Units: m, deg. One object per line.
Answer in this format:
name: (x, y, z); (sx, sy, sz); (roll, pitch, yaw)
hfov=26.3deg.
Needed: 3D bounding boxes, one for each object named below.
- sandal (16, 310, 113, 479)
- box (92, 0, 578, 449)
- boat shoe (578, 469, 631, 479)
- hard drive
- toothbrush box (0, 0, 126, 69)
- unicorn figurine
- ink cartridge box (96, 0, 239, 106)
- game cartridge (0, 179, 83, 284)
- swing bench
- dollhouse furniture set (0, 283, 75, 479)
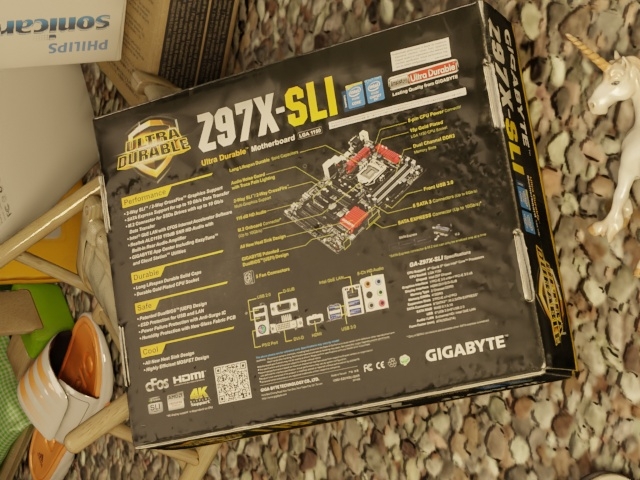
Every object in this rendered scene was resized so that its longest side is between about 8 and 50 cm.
sandal: (-0.305, 0.194, 1.544); (0.102, 0.076, 0.265); (58, 135, 36)
box: (0.000, 0.000, 0.976); (0.322, 0.079, 0.257); (-14, 76, 24)
boat shoe: (0.147, 0.232, 0.899); (0.065, 0.075, 0.206); (-114, 42, -68)
hard drive: (-0.314, -0.111, 1.345); (0.040, 0.307, 0.203); (-3, 116, 18)
toothbrush box: (-0.336, -0.276, 1.291); (0.295, 0.216, 0.126); (48, 137, 44)
unicorn figurine: (0.205, -0.041, 0.832); (0.162, 0.060, 0.111); (38, 122, 29)
ink cartridge box: (-0.167, -0.255, 1.312); (0.234, 0.088, 0.193); (50, 135, 42)
game cartridge: (-0.398, -0.110, 1.490); (0.053, 0.285, 0.323); (-20, 75, 55)
swing bench: (-0.132, 0.033, 1.205); (0.254, 0.165, 0.253); (-48, 47, 12)
dollhouse furniture set: (-0.431, 0.149, 1.658); (0.197, 0.151, 0.301); (60, 136, 35)
